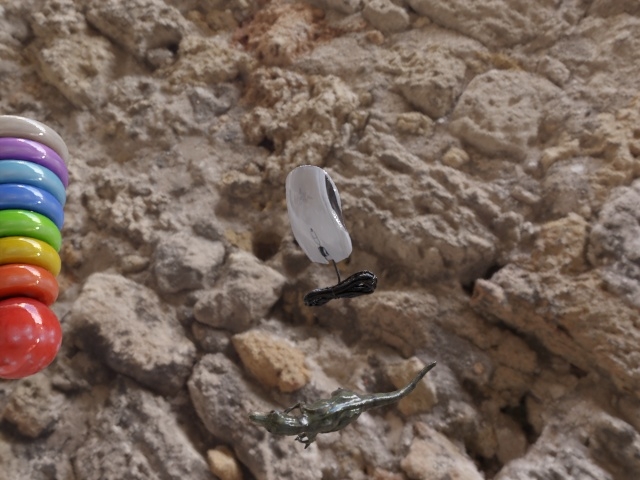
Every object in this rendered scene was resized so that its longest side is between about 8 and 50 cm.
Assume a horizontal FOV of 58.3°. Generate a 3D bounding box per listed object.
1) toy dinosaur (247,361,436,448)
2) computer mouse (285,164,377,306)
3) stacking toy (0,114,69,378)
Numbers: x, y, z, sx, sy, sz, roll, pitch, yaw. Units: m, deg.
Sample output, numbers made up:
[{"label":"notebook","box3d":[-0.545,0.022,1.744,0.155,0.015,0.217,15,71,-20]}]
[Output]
[{"label":"toy dinosaur","box3d":[0.026,0.225,0.769,0.118,0.268,0.064,-51,-124,56]},{"label":"computer mouse","box3d":[0.000,0.000,0.728,0.106,0.042,0.193,-10,-66,24]},{"label":"stacking toy","box3d":[-0.366,0.008,0.697,0.141,0.141,0.330,75,-6,-60]}]
